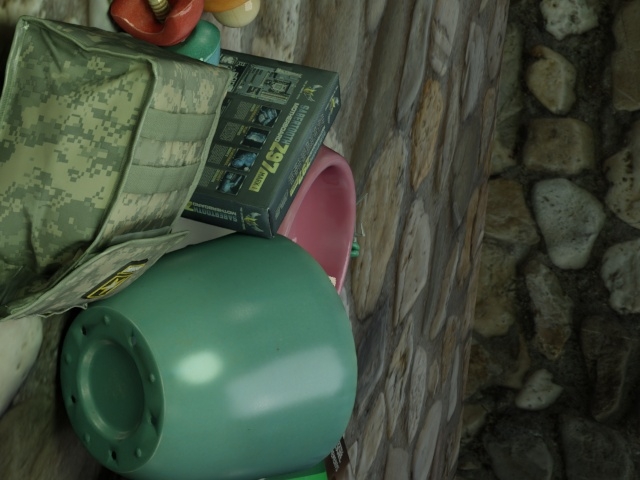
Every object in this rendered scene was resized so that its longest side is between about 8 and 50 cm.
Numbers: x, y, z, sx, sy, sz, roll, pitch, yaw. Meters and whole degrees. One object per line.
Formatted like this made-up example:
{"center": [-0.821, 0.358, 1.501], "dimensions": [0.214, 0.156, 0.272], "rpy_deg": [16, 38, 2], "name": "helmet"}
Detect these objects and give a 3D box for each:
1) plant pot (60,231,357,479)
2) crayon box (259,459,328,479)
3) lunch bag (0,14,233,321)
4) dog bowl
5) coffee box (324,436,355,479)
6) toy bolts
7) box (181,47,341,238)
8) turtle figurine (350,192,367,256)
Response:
{"center": [-0.146, 0.145, 1.544], "dimensions": [0.235, 0.293, 0.293], "rpy_deg": [-10, 115, -45], "name": "plant pot"}
{"center": [-0.113, 0.448, 1.735], "dimensions": [0.313, 0.106, 0.363], "rpy_deg": [-35, 128, -35], "name": "crayon box"}
{"center": [-0.219, -0.054, 1.336], "dimensions": [0.235, 0.169, 0.287], "rpy_deg": [-14, 124, -75], "name": "lunch bag"}
{"center": [-0.077, 0.031, 1.884], "dimensions": [0.408, 0.150, 0.408], "rpy_deg": [13, 90, -74], "name": "dog bowl"}
{"center": [-0.032, 0.426, 2.391], "dimensions": [0.297, 0.119, 0.168], "rpy_deg": [77, 32, -57], "name": "coffee box"}
{"center": [-0.095, -0.252, 1.511], "dimensions": [0.228, 0.218, 0.158], "rpy_deg": [-58, 143, -29], "name": "toy bolts"}
{"center": [-0.099, -0.121, 1.631], "dimensions": [0.059, 0.183, 0.232], "rpy_deg": [82, 27, -51], "name": "box"}
{"center": [0.000, 0.000, 2.158], "dimensions": [0.175, 0.118, 0.234], "rpy_deg": [-87, -171, -61], "name": "turtle figurine"}
